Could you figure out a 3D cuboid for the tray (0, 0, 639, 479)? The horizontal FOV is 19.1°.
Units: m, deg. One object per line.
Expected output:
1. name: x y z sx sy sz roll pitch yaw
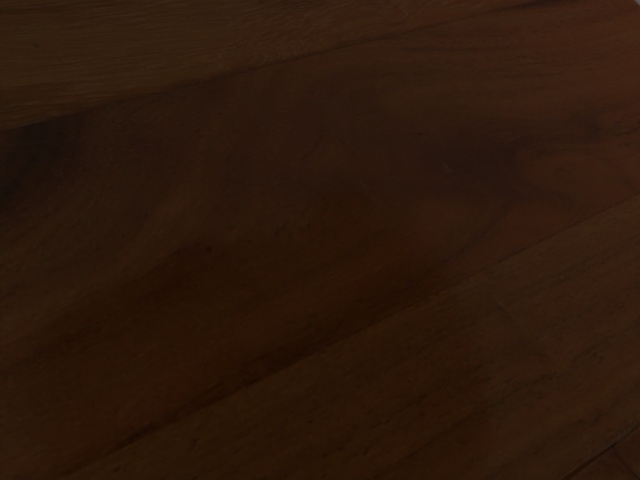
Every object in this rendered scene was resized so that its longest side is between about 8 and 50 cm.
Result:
1. tray: 0.000 0.000 0.466 0.076 0.203 0.411 -52 -16 31
